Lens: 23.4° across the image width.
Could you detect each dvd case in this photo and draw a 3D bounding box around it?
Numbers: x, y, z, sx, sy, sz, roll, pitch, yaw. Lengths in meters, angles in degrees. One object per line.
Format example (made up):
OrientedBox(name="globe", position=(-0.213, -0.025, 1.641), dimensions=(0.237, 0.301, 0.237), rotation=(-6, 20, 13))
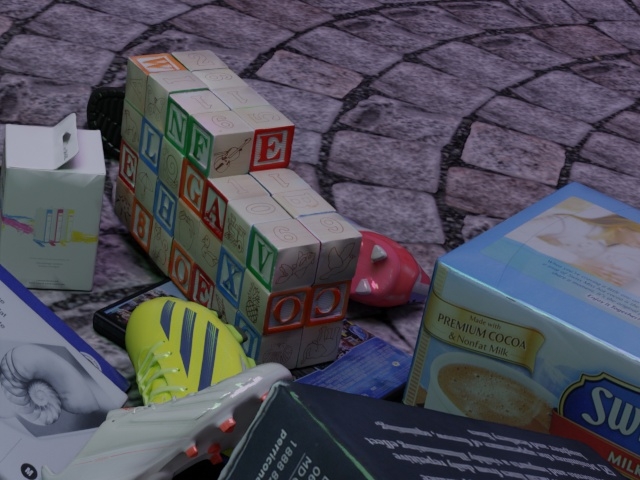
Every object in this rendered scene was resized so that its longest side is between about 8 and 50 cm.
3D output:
OrientedBox(name="dvd case", position=(-0.052, 0.096, 1.373), dimensions=(0.253, 0.022, 0.180), rotation=(28, 34, 29))

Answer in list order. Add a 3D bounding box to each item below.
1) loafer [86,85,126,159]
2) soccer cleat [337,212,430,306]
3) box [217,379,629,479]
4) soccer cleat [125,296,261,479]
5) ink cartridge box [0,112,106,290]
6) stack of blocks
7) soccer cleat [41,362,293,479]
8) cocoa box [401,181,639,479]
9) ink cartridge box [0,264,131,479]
OrientedBox(name="loafer", position=(-0.147, -0.113, 1.678), dimensions=(0.220, 0.080, 0.078), rotation=(20, 19, 6))
OrientedBox(name="soccer cleat", position=(0.000, 0.000, 1.527), dimensions=(0.248, 0.083, 0.095), rotation=(28, 3, 38))
OrientedBox(name="box", position=(0.132, 0.281, 0.805), dimensions=(0.293, 0.212, 0.395), rotation=(17, 17, -43))
OrientedBox(name="soccer cleat", position=(-0.099, 0.136, 1.195), dimensions=(0.121, 0.093, 0.289), rotation=(-7, 37, -31))
OrientedBox(name="ink cartridge box", position=(-0.249, -0.039, 1.421), dimensions=(0.090, 0.143, 0.092), rotation=(3, 29, -15))
OrientedBox(name="stack of blocks", position=(-0.081, -0.034, 1.395), dimensions=(0.087, 0.171, 0.297), rotation=(-9, 34, -31))
OrientedBox(name="soccer cleat", position=(-0.111, 0.137, 1.101), dimensions=(0.196, 0.068, 0.076), rotation=(-35, 63, -5))
OrientedBox(name="cocoa box", position=(0.262, 0.141, 1.180), dimensions=(0.347, 0.228, 0.231), rotation=(27, 32, 27))
OrientedBox(name="ink cartridge box", position=(-0.257, 0.083, 1.192), dimensions=(0.223, 0.045, 0.224), rotation=(43, 30, -5))
